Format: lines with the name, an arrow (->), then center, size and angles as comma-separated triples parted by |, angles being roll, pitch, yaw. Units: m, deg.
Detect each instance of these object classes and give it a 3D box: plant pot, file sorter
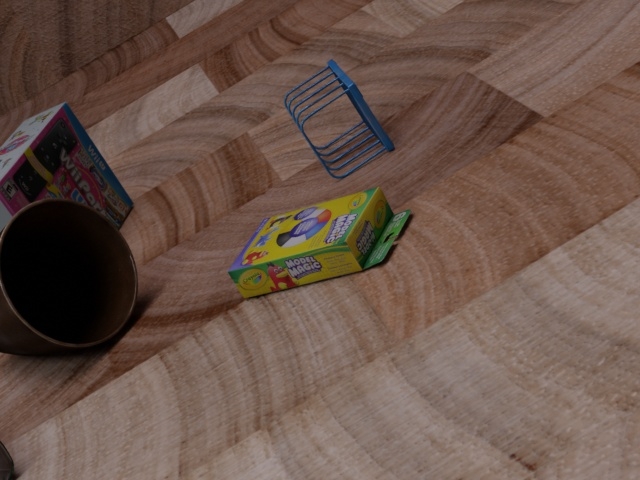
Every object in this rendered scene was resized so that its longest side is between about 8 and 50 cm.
plant pot -> -0.412, 0.078, 1.913 | 0.230, 0.215, 0.215 | -28, 17, 47
file sorter -> 0.021, -0.180, 1.996 | 0.104, 0.118, 0.170 | -33, 22, 2

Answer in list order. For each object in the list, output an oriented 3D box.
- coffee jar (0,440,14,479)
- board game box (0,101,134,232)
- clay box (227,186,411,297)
coffee jar -> -0.462, 0.265, 1.680 | 0.079, 0.096, 0.184 | -42, 25, -25
board game box -> -0.446, -0.059, 2.182 | 0.097, 0.224, 0.303 | -22, 24, 23
clay box -> 0.000, 0.000, 1.721 | 0.222, 0.053, 0.127 | -16, 27, 34
